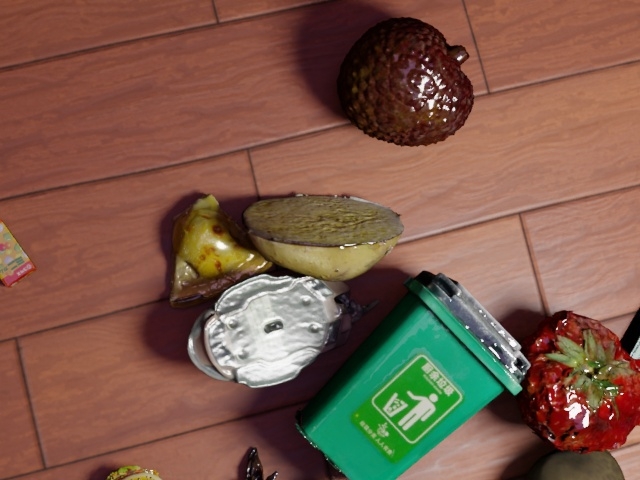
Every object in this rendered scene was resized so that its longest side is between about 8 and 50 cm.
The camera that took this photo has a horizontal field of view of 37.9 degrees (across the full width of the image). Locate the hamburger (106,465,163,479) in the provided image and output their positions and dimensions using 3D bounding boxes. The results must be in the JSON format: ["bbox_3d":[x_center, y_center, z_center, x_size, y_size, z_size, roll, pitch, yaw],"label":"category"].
[{"bbox_3d":[-0.328,0.472,1.675,0.126,0.081,0.141,-16,88,-9],"label":"hamburger"}]

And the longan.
[{"bbox_3d":[0.474,0.477,1.735,0.198,0.198,0.212,49,45,-1],"label":"longan"}]

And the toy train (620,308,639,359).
[{"bbox_3d":[0.637,0.202,1.854,0.048,0.055,0.252,35,81,-13],"label":"toy train"}]

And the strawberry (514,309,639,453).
[{"bbox_3d":[0.470,0.272,1.728,0.274,0.220,0.274,9,60,-16],"label":"strawberry"}]

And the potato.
[{"bbox_3d":[0.000,0.000,1.721,0.299,0.239,0.116,1,119,-12],"label":"potato"}]

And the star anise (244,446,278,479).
[{"bbox_3d":[-0.099,0.495,1.683,0.053,0.157,0.212,27,77,-44],"label":"star anise"}]

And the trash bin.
[{"bbox_3d":[0.152,0.253,1.685,0.381,0.295,0.259,-43,92,1],"label":"trash bin"}]

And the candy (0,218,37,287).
[{"bbox_3d":[-0.581,0.020,1.706,0.062,0.038,0.122,-36,90,-10],"label":"candy"}]

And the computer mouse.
[{"bbox_3d":[-0.071,0.151,1.733,0.389,0.115,0.200,-15,92,-25],"label":"computer mouse"}]

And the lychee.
[{"bbox_3d":[0.158,-0.291,1.740,0.260,0.260,0.261,1,84,-8],"label":"lychee"}]

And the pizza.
[{"bbox_3d":[-0.222,0.028,1.736,0.204,0.080,0.188,-36,90,-8],"label":"pizza"}]
